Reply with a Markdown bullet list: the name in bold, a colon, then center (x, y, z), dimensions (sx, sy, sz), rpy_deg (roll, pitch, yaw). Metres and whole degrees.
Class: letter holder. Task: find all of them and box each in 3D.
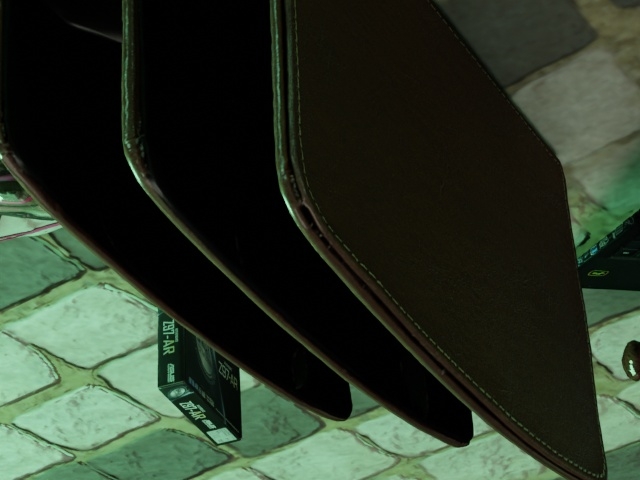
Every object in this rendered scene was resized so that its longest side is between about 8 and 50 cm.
- **letter holder**: center (0.000, 0.000, 0.753), dimensions (0.152, 0.214, 0.302), rpy_deg (-21, 143, 22)

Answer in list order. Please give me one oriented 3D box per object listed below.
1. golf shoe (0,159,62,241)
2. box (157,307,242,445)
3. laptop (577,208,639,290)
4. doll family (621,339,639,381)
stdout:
- **golf shoe**: center (-0.177, -0.022, 0.827), dimensions (0.186, 0.067, 0.086), rpy_deg (-7, 159, 14)
- **box**: center (-0.072, 0.076, 0.987), dimensions (0.018, 0.067, 0.083), rpy_deg (-15, 144, 16)
- **laptop**: center (0.282, 0.049, 0.875), dimensions (0.234, 0.137, 0.264), rpy_deg (4, 161, -13)
- **doll family**: center (0.249, 0.083, 1.018), dimensions (0.111, 0.076, 0.193), rpy_deg (4, 150, 17)
